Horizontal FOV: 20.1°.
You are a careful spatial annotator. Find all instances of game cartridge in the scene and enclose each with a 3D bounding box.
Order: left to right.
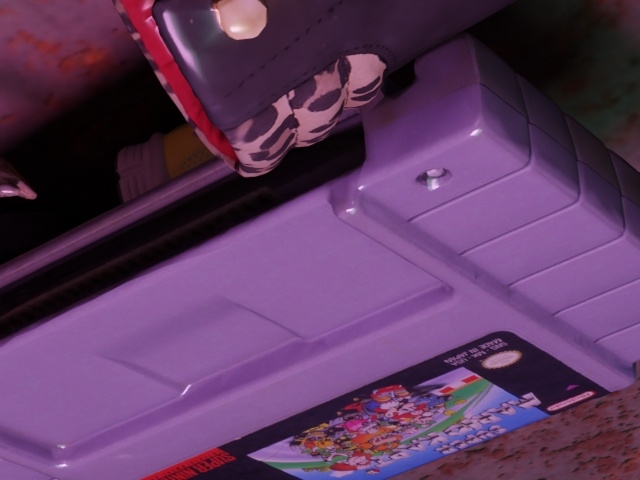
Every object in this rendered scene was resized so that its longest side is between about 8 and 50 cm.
[{"bbox_3d":[-0.020,0.049,0.794,0.355,0.068,0.230,-25,141,28],"label":"game cartridge"}]

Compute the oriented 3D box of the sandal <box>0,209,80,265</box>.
[{"bbox_3d":[-0.156,0.083,0.955,0.097,0.054,0.254,-8,144,-5],"label":"sandal"}]

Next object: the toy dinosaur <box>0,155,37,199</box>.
[{"bbox_3d":[-0.246,0.005,0.695,0.200,0.127,0.295,-48,169,4],"label":"toy dinosaur"}]

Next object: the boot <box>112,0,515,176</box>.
[{"bbox_3d":[0.051,-0.166,0.500,0.284,0.138,0.377,-33,166,-5],"label":"boot"}]

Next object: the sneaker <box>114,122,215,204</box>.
[{"bbox_3d":[0.000,0.000,0.871,0.094,0.081,0.208,-33,139,21],"label":"sneaker"}]
